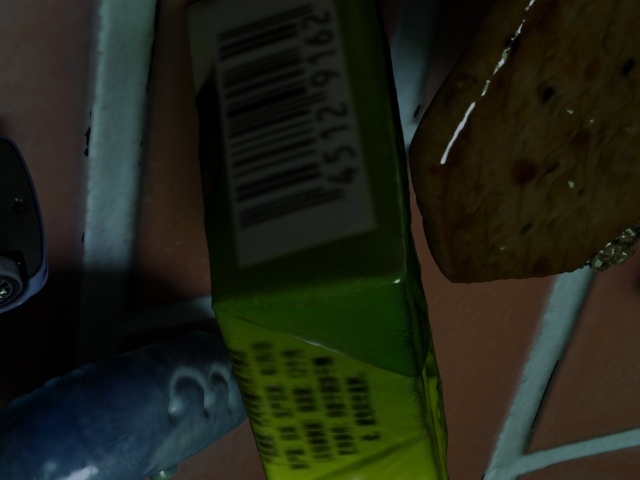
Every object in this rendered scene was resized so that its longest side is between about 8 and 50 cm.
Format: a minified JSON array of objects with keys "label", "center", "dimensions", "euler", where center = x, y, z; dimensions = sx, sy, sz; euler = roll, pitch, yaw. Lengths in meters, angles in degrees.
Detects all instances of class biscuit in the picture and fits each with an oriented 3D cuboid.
[{"label":"biscuit","center":[0.200,-0.114,1.255],"dimensions":[0.359,0.046,0.359],"euler":[-31,148,-22]}]

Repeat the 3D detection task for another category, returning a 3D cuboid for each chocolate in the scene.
[{"label":"chocolate","center":[0.000,0.000,1.293],"dimensions":[0.137,0.301,0.289],"euler":[-9,143,4]}]

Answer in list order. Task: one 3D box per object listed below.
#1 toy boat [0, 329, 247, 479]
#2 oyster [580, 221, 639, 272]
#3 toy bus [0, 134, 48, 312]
[{"label":"toy boat","center":[-0.154,0.172,1.471],"dimensions":[0.215,0.123,0.330],"euler":[-29,171,8]},{"label":"oyster","center":[0.237,-0.054,1.534],"dimensions":[0.223,0.083,0.214],"euler":[-31,146,-2]},{"label":"toy bus","center":[-0.333,0.027,1.276],"dimensions":[0.292,0.125,0.133],"euler":[-13,153,-10]}]
